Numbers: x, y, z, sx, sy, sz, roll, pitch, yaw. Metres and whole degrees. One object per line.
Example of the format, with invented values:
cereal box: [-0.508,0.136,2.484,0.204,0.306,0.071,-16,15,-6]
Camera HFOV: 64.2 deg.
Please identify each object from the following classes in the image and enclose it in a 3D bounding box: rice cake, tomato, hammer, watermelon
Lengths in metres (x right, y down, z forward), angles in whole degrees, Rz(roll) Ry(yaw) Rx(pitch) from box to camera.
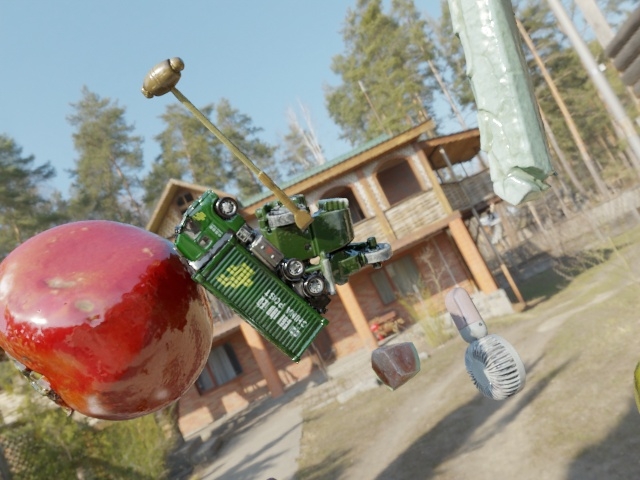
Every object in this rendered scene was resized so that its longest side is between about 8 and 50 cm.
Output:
rice cake: [0.195,-0.205,0.572,0.066,0.337,0.063,-7,-8,-39]
tomato: [-0.332,0.122,0.810,0.324,0.293,0.290,18,50,34]
hammer: [-0.047,-0.050,0.287,0.029,0.123,0.014,-36,25,22]
watermelon: [0.139,0.219,0.926,0.092,0.084,0.072,-47,-23,-11]

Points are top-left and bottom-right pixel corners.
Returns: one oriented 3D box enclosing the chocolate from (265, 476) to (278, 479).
chocolate: [-0.105,0.716,1.380,0.080,0.148,0.125,-45,-41,-1]

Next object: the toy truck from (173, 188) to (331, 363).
toy truck: [-0.101,0.048,0.747,0.121,0.259,0.088,-50,12,-14]

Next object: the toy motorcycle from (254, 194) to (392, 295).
toy motorcycle: [0.000,0.000,0.992,0.275,0.206,0.127,-19,12,-28]

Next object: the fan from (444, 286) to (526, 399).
fan: [0.336,0.212,1.071,0.074,0.245,0.130,-17,-19,-20]

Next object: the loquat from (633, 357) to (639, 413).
loquat: [0.523,0.221,0.635,0.213,0.246,0.213,-42,7,6]
